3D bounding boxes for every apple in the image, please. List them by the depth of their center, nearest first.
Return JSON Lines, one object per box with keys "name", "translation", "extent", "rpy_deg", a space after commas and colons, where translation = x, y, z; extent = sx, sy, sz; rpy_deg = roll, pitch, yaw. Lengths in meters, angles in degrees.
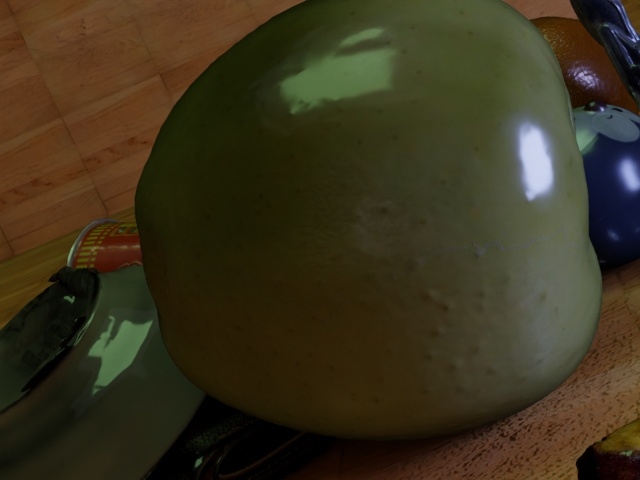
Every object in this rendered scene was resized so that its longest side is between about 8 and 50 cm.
{"name": "apple", "translation": [0.042, -0.024, 1.032], "extent": [0.357, 0.357, 0.357], "rpy_deg": [-23, 11, 5]}

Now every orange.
{"name": "orange", "translation": [0.275, -0.167, 1.620], "extent": [0.206, 0.206, 0.206], "rpy_deg": [-23, 11, 5]}

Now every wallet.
{"name": "wallet", "translation": [-0.062, 0.148, 1.193], "extent": [0.262, 0.071, 0.221], "rpy_deg": [-25, 9, -35]}

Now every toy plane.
{"name": "toy plane", "translation": [0.335, -0.194, 1.427], "extent": [0.088, 0.267, 0.212], "rpy_deg": [-24, 9, 29]}

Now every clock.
{"name": "clock", "translation": [0.214, -0.037, 1.272], "extent": [0.243, 0.146, 0.199], "rpy_deg": [-20, 16, 41]}

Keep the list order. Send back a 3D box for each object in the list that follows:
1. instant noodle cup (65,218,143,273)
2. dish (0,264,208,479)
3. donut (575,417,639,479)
{"name": "instant noodle cup", "translation": [-0.151, 0.053, 1.574], "extent": [0.212, 0.193, 0.193], "rpy_deg": [-8, 17, 27]}
{"name": "dish", "translation": [-0.222, 0.117, 1.180], "extent": [0.316, 0.106, 0.316], "rpy_deg": [-35, 26, 19]}
{"name": "donut", "translation": [0.205, 0.129, 0.734], "extent": [0.140, 0.059, 0.140], "rpy_deg": [-23, 10, 5]}
